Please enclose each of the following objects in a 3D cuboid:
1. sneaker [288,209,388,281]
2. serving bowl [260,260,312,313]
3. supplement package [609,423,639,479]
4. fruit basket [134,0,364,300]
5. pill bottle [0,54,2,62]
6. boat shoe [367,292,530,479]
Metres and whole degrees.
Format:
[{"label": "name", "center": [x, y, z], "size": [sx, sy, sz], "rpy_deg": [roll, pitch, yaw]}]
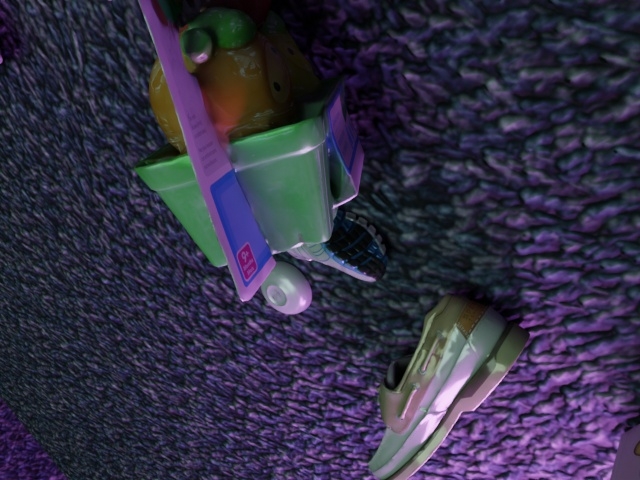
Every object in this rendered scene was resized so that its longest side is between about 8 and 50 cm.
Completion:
[{"label": "sneaker", "center": [0.000, 0.000, 0.722], "size": [0.191, 0.071, 0.083], "rpy_deg": [35, 139, 25]}, {"label": "serving bowl", "center": [-0.054, 0.071, 0.825], "size": [0.083, 0.027, 0.083], "rpy_deg": [19, 127, 27]}, {"label": "supplement package", "center": [0.370, 0.234, 0.499], "size": [0.149, 0.194, 0.203], "rpy_deg": [39, 133, 11]}, {"label": "fruit basket", "center": [-0.067, -0.174, 0.506], "size": [0.165, 0.327, 0.353], "rpy_deg": [-7, 111, 10]}, {"label": "pill bottle", "center": [-0.619, -0.401, 0.821], "size": [0.210, 0.210, 0.363], "rpy_deg": [-5, 114, 38]}, {"label": "boat shoe", "center": [0.126, 0.185, 0.716], "size": [0.103, 0.113, 0.302], "rpy_deg": [37, 122, 14]}]
